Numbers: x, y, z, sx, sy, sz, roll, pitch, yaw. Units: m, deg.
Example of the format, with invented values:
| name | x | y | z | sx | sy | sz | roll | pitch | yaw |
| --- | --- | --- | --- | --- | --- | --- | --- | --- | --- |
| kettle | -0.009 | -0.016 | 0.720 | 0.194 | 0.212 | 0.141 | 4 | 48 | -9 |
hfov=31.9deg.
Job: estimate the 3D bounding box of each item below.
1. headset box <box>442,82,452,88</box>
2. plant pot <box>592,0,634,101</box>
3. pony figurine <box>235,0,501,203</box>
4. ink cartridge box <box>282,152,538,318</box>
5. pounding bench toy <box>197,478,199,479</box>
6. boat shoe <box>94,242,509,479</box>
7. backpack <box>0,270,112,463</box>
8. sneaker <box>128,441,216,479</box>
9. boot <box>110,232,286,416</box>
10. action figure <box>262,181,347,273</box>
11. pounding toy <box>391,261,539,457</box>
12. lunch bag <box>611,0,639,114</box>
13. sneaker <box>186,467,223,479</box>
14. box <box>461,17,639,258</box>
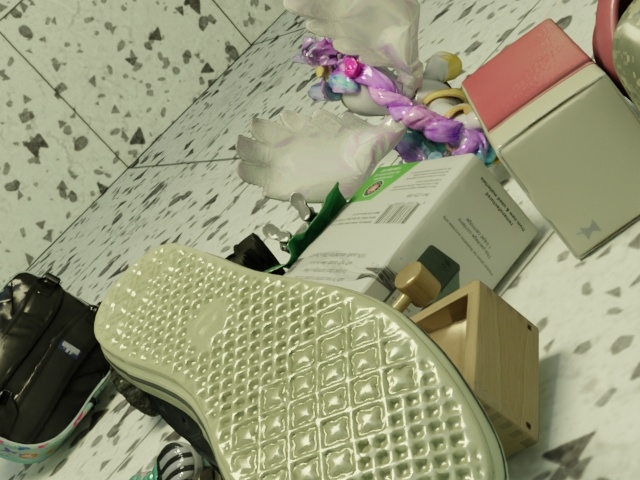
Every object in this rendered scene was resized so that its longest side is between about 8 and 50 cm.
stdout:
| name | x | y | z | sx | sy | sz | roll | pitch | yaw |
| --- | --- | --- | --- | --- | --- | --- | --- | --- | --- |
| headset box | 0.161 | -0.200 | 1.681 | 0.083 | 0.032 | 0.062 | -35 | 20 | 21 |
| plant pot | 0.358 | -0.209 | 1.112 | 0.201 | 0.201 | 0.180 | -43 | 4 | -2 |
| pony figurine | 0.076 | -0.194 | 1.437 | 0.363 | 0.351 | 0.303 | -114 | 39 | -69 |
| ink cartridge box | 0.059 | 0.053 | 1.199 | 0.289 | 0.121 | 0.211 | -49 | 19 | -18 |
| pounding bench toy | -0.105 | 0.291 | 1.123 | 0.052 | 0.083 | 0.065 | -40 | 51 | 1 |
| boat shoe | -0.018 | 0.134 | 0.905 | 0.187 | 0.156 | 0.500 | -50 | 34 | -13 |
| backpack | -0.442 | 0.204 | 1.697 | 0.253 | 0.225 | 0.191 | -63 | 6 | -36 |
| sneaker | -0.148 | 0.283 | 1.219 | 0.224 | 0.098 | 0.083 | -45 | 47 | 52 |
| boot | -0.160 | 0.127 | 1.429 | 0.260 | 0.131 | 0.348 | -34 | 6 | 4 |
| action figure | 0.000 | 0.000 | 1.376 | 0.137 | 0.063 | 0.232 | -46 | -20 | 3 |
| pounding toy | 0.104 | 0.115 | 1.008 | 0.181 | 0.094 | 0.206 | -34 | 29 | 35 |
| lunch bag | 0.426 | -0.165 | 0.863 | 0.305 | 0.212 | 0.256 | -44 | 36 | -5 |
| sneaker | -0.107 | 0.301 | 0.995 | 0.330 | 0.147 | 0.130 | -19 | 21 | 6 |
| box | 0.249 | -0.112 | 1.149 | 0.127 | 0.148 | 0.232 | -36 | 21 | 13 |
